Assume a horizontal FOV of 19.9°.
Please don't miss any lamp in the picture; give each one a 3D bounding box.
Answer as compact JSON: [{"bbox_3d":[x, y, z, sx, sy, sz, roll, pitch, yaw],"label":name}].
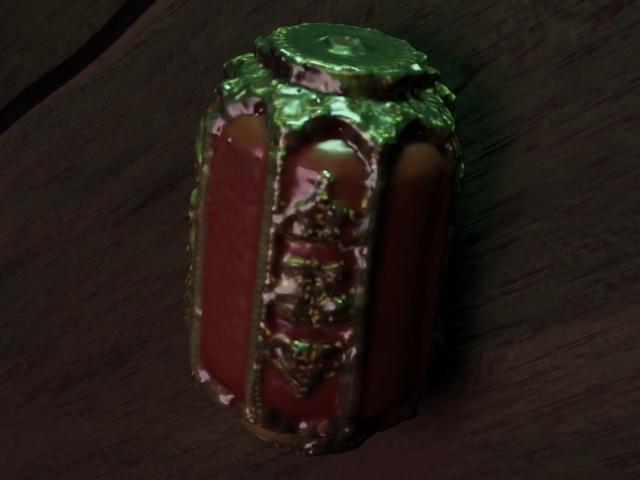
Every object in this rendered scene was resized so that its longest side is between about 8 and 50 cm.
[{"bbox_3d":[0.000,0.000,1.164,0.177,0.177,0.274,31,125,43],"label":"lamp"}]
